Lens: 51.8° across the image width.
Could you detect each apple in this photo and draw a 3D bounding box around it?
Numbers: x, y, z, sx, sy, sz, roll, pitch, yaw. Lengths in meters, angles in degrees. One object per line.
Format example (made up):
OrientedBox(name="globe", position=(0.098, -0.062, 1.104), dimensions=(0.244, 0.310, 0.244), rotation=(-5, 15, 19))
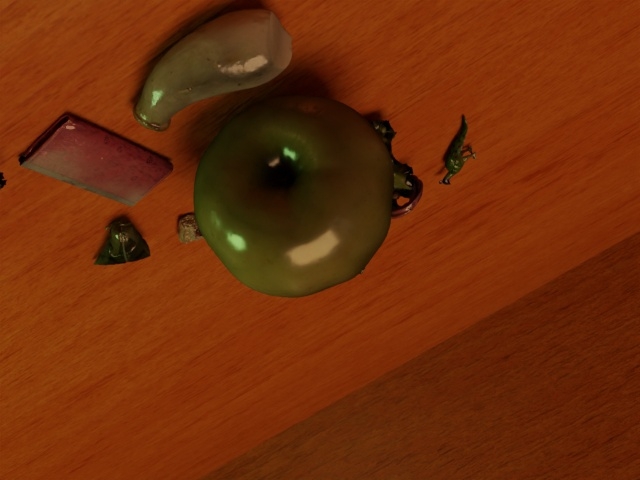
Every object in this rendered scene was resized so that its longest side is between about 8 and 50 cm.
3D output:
OrientedBox(name="apple", position=(-0.038, -0.074, 1.144), dimensions=(0.357, 0.357, 0.357), rotation=(-21, 152, -12))

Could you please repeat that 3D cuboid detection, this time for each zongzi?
OrientedBox(name="zongzi", position=(-0.403, 0.010, 1.272), dimensions=(0.119, 0.055, 0.109), rotation=(-15, 150, 1))

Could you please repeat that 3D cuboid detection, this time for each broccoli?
OrientedBox(name="broccoli", position=(0.114, -0.148, 1.320), dimensions=(0.160, 0.167, 0.154), rotation=(16, 153, 11))

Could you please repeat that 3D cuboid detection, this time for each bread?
OrientedBox(name="bread", position=(-0.251, -0.027, 1.354), dimensions=(0.083, 0.035, 0.070), rotation=(-15, 152, -28))

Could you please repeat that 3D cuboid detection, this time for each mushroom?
OrientedBox(name="mushroom", position=(-0.176, -0.252, 0.976), dimensions=(0.270, 0.103, 0.118), rotation=(-22, 150, 13))

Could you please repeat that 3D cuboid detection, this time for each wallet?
OrientedBox(name="wallet", position=(-0.362, -0.127, 1.094), dimensions=(0.119, 0.025, 0.232), rotation=(-36, 151, 18))

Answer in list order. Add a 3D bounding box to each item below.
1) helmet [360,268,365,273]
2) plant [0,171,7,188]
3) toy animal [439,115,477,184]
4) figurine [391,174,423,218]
OrientedBox(name="helmet", position=(0.000, 0.000, 1.444), dimensions=(0.216, 0.193, 0.189), rotation=(-43, 158, 19))
OrientedBox(name="plant", position=(-0.511, -0.117, 0.933), dimensions=(0.087, 0.085, 0.174), rotation=(-59, 161, -27))
OrientedBox(name="toy animal", position=(0.335, -0.213, 1.539), dimensions=(0.075, 0.041, 0.217), rotation=(-15, 146, -19))
OrientedBox(name="figurine", position=(0.142, -0.115, 1.483), dimensions=(0.157, 0.126, 0.114), rotation=(17, 178, -22))
